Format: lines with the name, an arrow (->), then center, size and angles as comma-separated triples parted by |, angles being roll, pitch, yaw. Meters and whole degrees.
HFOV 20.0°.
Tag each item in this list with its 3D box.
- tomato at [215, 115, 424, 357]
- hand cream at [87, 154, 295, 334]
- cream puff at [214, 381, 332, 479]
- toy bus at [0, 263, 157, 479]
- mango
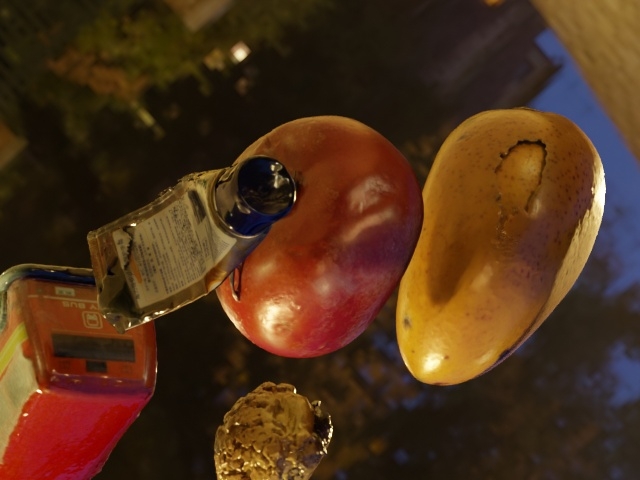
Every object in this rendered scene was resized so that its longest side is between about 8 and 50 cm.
tomato -> 0.000, 0.000, 1.409 | 0.187, 0.151, 0.187 | -29, -142, 26
hand cream -> -0.070, -0.002, 0.950 | 0.039, 0.062, 0.163 | -15, 171, -39
cream puff -> -0.047, 0.195, 1.687 | 0.119, 0.104, 0.133 | -60, -176, 6
toy bus -> -0.215, 0.128, 1.358 | 0.265, 0.121, 0.119 | -51, -137, 44
mango -> 0.156, -0.001, 1.637 | 0.191, 0.160, 0.290 | 87, 28, -63
